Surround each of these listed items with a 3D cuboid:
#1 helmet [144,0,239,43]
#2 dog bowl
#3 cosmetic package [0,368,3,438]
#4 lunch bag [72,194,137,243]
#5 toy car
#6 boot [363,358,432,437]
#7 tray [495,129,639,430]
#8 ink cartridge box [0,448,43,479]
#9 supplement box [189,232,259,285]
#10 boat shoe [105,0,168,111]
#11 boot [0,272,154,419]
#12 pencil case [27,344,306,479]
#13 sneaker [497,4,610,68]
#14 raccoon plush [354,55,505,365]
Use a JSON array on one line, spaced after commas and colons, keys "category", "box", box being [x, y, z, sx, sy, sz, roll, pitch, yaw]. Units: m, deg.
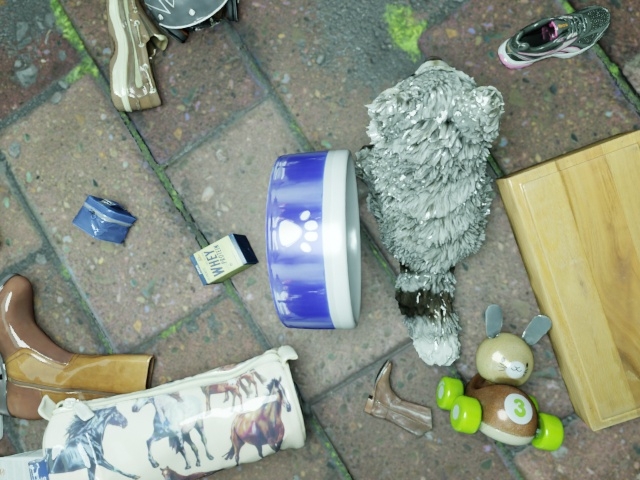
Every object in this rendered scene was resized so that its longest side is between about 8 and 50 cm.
[{"category": "helmet", "box": [-0.221, -0.424, 0.852, 0.169, 0.161, 0.169, 0, 88, 6]}, {"category": "dog bowl", "box": [0.000, 0.000, 0.765, 0.104, 0.265, 0.265, -3, 88, 8]}, {"category": "cosmetic package", "box": [-0.669, 0.292, 0.867, 0.151, 0.184, 0.151, -1, 88, 6]}, {"category": "lunch bag", "box": [-0.374, -0.040, 0.889, 0.067, 0.098, 0.065, 31, 89, 11]}, {"category": "toy car", "box": [0.286, 0.198, 0.781, 0.155, 0.149, 0.188, 14, 95, -4]}, {"category": "boot", "box": [0.142, 0.266, 0.855, 0.114, 0.037, 0.106, 21, 104, 9]}, {"category": "tray", "box": [0.440, 0.063, 0.783, 0.203, 0.076, 0.411, -20, 96, 5]}, {"category": "ink cartridge box", "box": [-0.530, 0.457, 0.927, 0.179, 0.045, 0.145, -7, 88, 19]}, {"category": "supplement box", "box": [-0.162, 0.032, 0.871, 0.083, 0.083, 0.056, -28, 85, 6]}, {"category": "boat shoe", "box": [-0.319, -0.357, 0.906, 0.095, 0.095, 0.257, -2, 94, -8]}, {"category": "boot", "box": [-0.435, 0.200, 0.890, 0.280, 0.096, 0.264, 6, 89, 5]}, {"category": "pencil case", "box": [-0.220, 0.287, 0.806, 0.410, 0.160, 0.183, -15, 118, -4]}, {"category": "sneaker", "box": [0.387, -0.333, 0.828, 0.178, 0.077, 0.072, -23, 87, 4]}, {"category": "raccoon plush", "box": [0.186, -0.029, 0.729, 0.216, 0.299, 0.446, -18, 87, 5]}]
